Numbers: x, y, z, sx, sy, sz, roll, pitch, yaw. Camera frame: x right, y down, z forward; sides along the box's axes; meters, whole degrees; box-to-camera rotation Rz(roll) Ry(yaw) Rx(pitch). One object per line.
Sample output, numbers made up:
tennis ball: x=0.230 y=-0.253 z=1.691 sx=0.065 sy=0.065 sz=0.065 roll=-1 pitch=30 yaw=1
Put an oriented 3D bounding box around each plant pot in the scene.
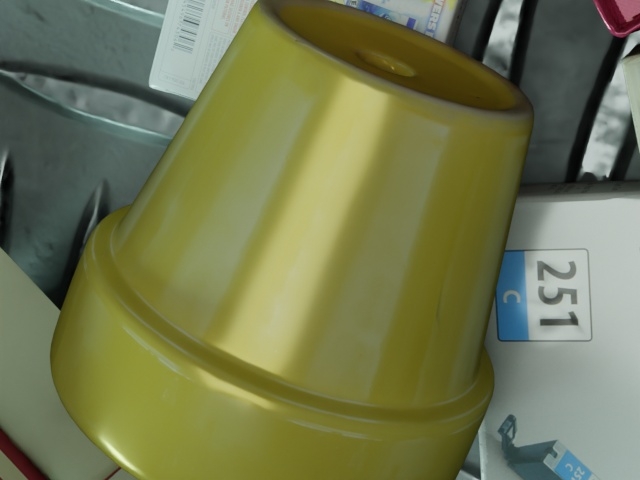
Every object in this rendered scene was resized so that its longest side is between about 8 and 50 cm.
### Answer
plant pot: x=0.000 y=0.000 z=0.712 sx=0.254 sy=0.254 sz=0.239 roll=25 pitch=111 yaw=10

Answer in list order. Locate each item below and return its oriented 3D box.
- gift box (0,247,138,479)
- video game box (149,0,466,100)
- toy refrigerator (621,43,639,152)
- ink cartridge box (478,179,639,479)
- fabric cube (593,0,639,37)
gift box: x=-0.216 y=0.172 z=0.807 sx=0.258 sy=0.276 sz=0.255 roll=47 pitch=148 yaw=6
video game box: x=0.002 y=-0.171 z=0.810 sx=0.187 sy=0.048 sz=0.205 roll=20 pitch=105 yaw=13
toy refrigerator: x=0.220 y=-0.065 z=0.650 sx=0.102 sy=0.269 sz=0.094 roll=-11 pitch=96 yaw=16
ink cartridge box: x=0.232 y=0.109 z=0.786 sx=0.261 sy=0.066 sz=0.296 roll=-2 pitch=99 yaw=17
fabric cube: x=0.213 y=-0.270 z=0.623 sx=0.259 sy=0.258 sz=0.254 roll=-25 pitch=91 yaw=18
